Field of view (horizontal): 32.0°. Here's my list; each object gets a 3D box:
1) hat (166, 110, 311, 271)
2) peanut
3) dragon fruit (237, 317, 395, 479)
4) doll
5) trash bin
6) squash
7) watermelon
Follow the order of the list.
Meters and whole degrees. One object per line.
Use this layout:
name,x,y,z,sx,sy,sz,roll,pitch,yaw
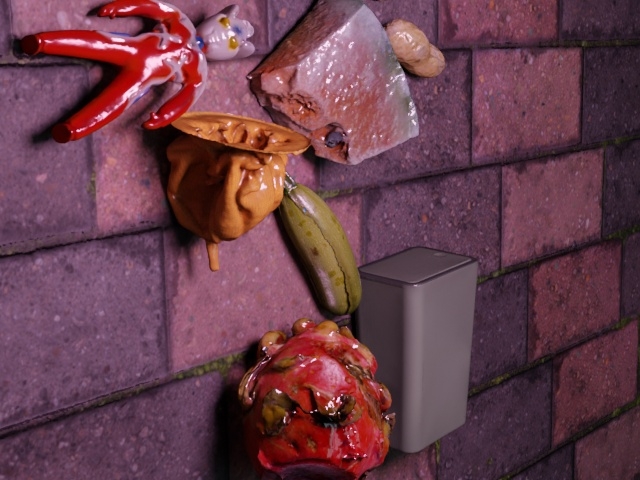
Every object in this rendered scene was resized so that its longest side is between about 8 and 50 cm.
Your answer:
hat,-0.136,-0.058,1.698,0.233,0.244,0.233,-2,111,-42
peanut,0.179,-0.358,2.105,0.174,0.080,0.080,28,74,-48
dragon fruit,-0.015,0.263,1.843,0.269,0.250,0.291,54,33,-49
doll,-0.239,-0.261,1.604,0.384,0.099,0.188,-30,105,-43
trash bin,0.180,0.205,2.142,0.223,0.158,0.344,-19,116,-46
squash,0.000,0.000,1.940,0.094,0.094,0.341,-50,130,-33
watermelon,0.053,-0.269,1.911,0.302,0.151,0.264,-52,131,-32
